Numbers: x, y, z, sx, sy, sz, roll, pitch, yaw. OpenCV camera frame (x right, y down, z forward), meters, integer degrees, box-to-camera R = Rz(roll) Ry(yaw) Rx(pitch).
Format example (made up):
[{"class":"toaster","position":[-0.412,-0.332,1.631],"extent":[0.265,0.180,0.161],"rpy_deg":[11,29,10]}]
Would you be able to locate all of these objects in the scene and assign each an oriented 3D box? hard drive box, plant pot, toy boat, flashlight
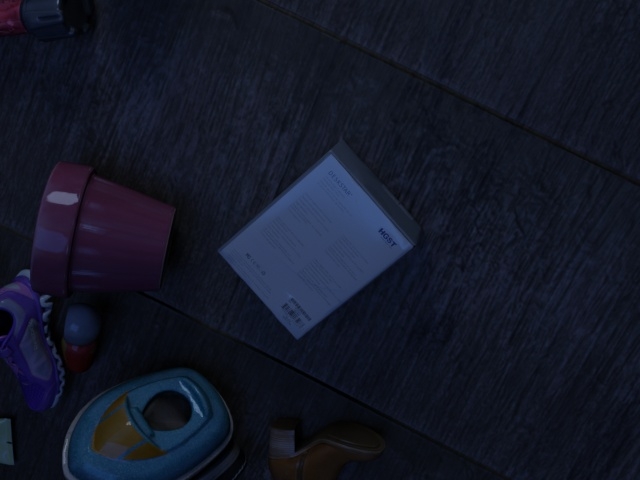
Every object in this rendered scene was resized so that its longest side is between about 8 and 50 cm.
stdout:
[{"class":"hard drive box","position":[0.000,0.000,1.355],"extent":[0.232,0.089,0.181],"rpy_deg":[-39,95,21]},{"class":"plant pot","position":[-0.313,-0.003,1.385],"extent":[0.180,0.201,0.201],"rpy_deg":[11,110,-7]},{"class":"toy boat","position":[-0.302,0.241,1.435],"extent":[0.318,0.267,0.148],"rpy_deg":[47,144,22]},{"class":"flashlight","position":[-0.490,-0.316,1.362],"extent":[0.304,0.103,0.103],"rpy_deg":[-1,73,19]}]

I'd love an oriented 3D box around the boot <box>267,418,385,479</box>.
[{"class":"boot","position":[0.012,0.364,1.476],"extent":[0.197,0.073,0.152],"rpy_deg":[3,107,25]}]

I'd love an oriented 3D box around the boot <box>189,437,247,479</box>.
[{"class":"boot","position":[-0.186,0.525,1.536],"extent":[0.284,0.138,0.377],"rpy_deg":[43,97,-10]}]

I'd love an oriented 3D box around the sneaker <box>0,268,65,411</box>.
[{"class":"sneaker","position":[-0.482,0.170,1.504],"extent":[0.095,0.104,0.236],"rpy_deg":[5,108,33]}]

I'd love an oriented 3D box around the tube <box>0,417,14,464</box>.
[{"class":"tube","position":[-0.650,0.340,1.635],"extent":[0.240,0.062,0.070],"rpy_deg":[4,151,7]}]
